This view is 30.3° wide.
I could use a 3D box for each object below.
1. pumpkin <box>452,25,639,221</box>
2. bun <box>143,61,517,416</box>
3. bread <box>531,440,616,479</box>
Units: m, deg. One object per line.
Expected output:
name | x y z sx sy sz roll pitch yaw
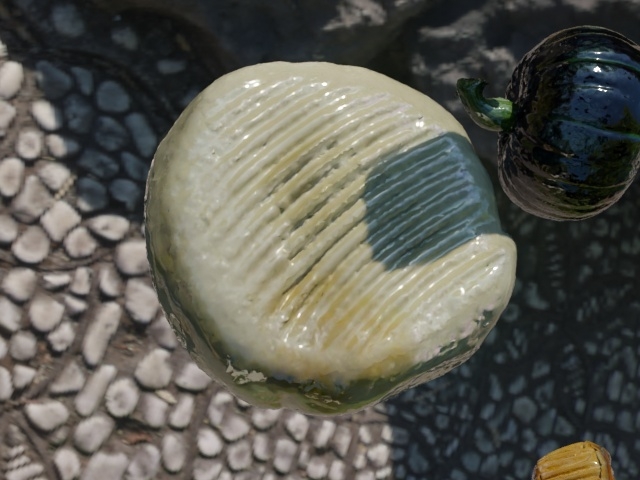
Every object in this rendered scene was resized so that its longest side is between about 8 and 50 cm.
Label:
pumpkin | 0.282 -0.150 1.466 0.248 0.248 0.248 -4 96 -35
bun | 0.000 0.000 1.167 0.365 0.219 0.365 4 70 -10
bread | 0.304 0.330 1.366 0.104 0.199 0.199 -16 108 12
